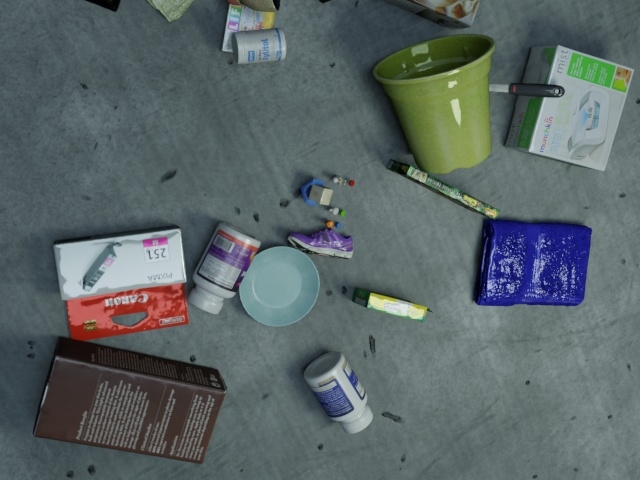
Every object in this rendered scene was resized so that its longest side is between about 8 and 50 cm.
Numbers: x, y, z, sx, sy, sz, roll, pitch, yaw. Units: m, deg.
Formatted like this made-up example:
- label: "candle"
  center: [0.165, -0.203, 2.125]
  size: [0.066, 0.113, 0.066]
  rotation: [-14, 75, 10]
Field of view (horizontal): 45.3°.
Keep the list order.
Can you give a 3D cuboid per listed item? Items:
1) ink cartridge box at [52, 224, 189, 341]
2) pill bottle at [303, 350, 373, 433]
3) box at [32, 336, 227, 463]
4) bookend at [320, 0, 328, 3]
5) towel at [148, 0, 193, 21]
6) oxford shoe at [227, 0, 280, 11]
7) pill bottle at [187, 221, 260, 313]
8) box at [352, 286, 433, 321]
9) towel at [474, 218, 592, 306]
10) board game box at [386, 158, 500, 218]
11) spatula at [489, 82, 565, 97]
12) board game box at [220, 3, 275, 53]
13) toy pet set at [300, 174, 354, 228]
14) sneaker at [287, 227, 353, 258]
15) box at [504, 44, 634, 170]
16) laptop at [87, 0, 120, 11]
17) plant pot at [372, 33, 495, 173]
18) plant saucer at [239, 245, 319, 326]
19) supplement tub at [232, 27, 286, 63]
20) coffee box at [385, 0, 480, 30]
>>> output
- label: "ink cartridge box"
  center: [-0.437, 0.102, 1.714]
  size: [0.275, 0.060, 0.239]
  rotation: [-8, 102, -15]
- label: "pill bottle"
  center: [0.049, 0.375, 1.880]
  size: [0.112, 0.112, 0.186]
  rotation: [-32, 107, -8]
- label: "box"
  center: [-0.425, 0.361, 1.725]
  size: [0.381, 0.143, 0.191]
  rotation: [16, 98, -20]
- label: "bookend"
  center: [-0.011, -0.635, 1.688]
  size: [0.157, 0.072, 0.156]
  rotation: [30, 91, -20]
- label: "towel"
  center: [-0.307, -0.553, 1.641]
  size: [0.110, 0.027, 0.148]
  rotation: [43, 87, -20]
- label: "oxford shoe"
  center: [-0.095, -0.640, 1.559]
  size: [0.130, 0.123, 0.348]
  rotation: [22, 121, 13]
- label: "pill bottle"
  center: [-0.224, 0.064, 1.742]
  size: [0.108, 0.108, 0.193]
  rotation: [27, 93, -19]
- label: "box"
  center: [0.179, 0.159, 1.879]
  size: [0.179, 0.105, 0.043]
  rotation: [14, 90, -18]
- label: "towel"
  center: [0.557, 0.065, 1.988]
  size: [0.308, 0.076, 0.227]
  rotation: [2, 101, -17]
- label: "board game box"
  center: [0.293, -0.123, 1.843]
  size: [0.260, 0.136, 0.030]
  rotation: [24, 96, -18]
- label: "spatula"
  center: [0.427, -0.362, 1.827]
  size: [0.296, 0.030, 0.084]
  rotation: [8, 101, 18]
- label: "board game box"
  center: [-0.157, -0.485, 1.698]
  size: [0.103, 0.026, 0.154]
  rotation: [8, 98, -17]
- label: "toy pet set"
  center: [0.009, -0.099, 1.817]
  size: [0.114, 0.065, 0.122]
  rotation: [7, 104, -53]
- label: "sneaker"
  center: [0.000, 0.000, 1.829]
  size: [0.170, 0.068, 0.071]
  rotation: [10, 82, -26]
- label: "box"
  center: [0.611, -0.327, 1.904]
  size: [0.231, 0.127, 0.262]
  rotation: [12, 98, -20]
- label: "laptop"
  center: [-0.489, -0.652, 1.576]
  size: [0.234, 0.136, 0.264]
  rotation: [17, 121, -18]
- label: "plant pot"
  center: [0.283, -0.302, 1.757]
  size: [0.276, 0.276, 0.254]
  rotation: [-23, 117, -11]
- label: "plant saucer"
  center: [-0.100, 0.106, 1.824]
  size: [0.195, 0.037, 0.195]
  rotation: [-3, 102, -16]
- label: "supplement tub"
  center: [-0.133, -0.422, 1.665]
  size: [0.107, 0.071, 0.071]
  rotation: [-10, 103, -14]
- label: "coffee box"
  center: [0.243, -0.594, 1.756]
  size: [0.246, 0.098, 0.141]
  rotation: [16, 95, -19]
